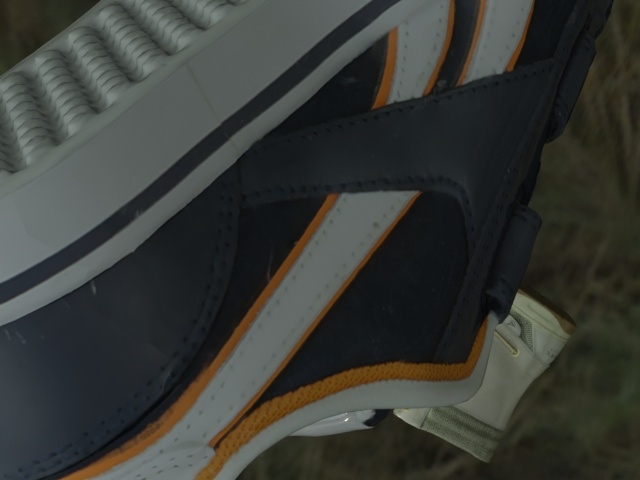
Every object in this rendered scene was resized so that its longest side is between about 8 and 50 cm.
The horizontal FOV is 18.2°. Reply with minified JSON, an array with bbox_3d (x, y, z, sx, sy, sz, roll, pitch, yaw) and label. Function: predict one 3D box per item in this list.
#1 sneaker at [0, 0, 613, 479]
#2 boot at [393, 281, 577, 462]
[{"bbox_3d":[0.001,-0.028,0.563,0.126,0.321,0.127,-5,119,45],"label":"sneaker"},{"bbox_3d":[0.105,0.086,1.821,0.213,0.077,0.165,33,97,16],"label":"boot"}]
